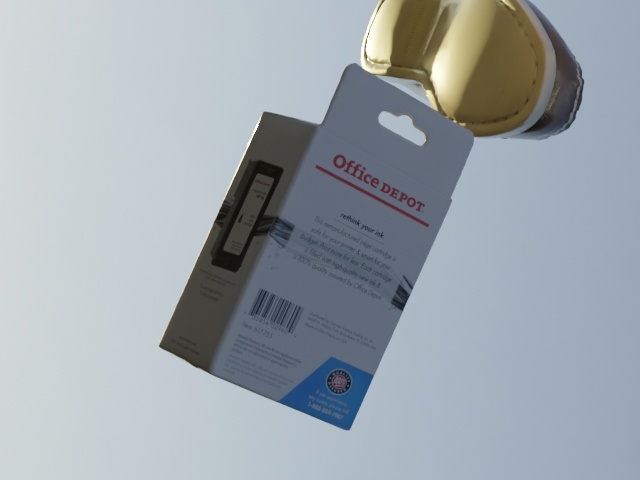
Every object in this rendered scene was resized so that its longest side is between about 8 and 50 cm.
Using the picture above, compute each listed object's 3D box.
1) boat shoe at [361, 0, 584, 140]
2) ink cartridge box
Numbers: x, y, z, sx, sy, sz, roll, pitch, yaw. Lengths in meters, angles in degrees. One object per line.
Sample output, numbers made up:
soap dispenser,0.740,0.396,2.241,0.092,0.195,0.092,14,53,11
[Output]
boat shoe,0.132,-0.137,1.287,0.116,0.097,0.324,-68,-157,6
ink cartridge box,0.000,0.000,0.415,0.028,0.048,0.083,20,-96,55
